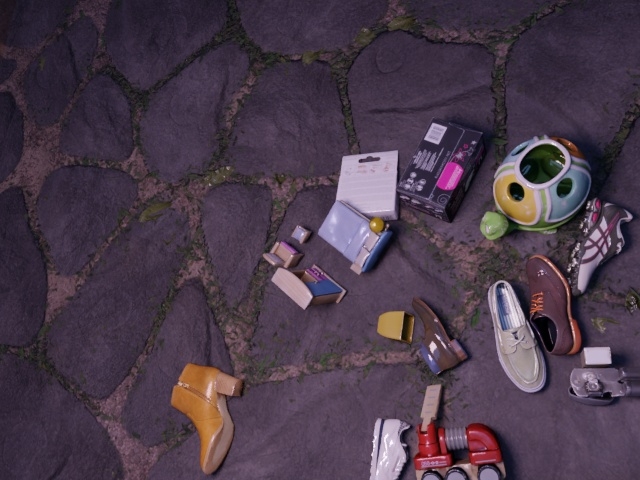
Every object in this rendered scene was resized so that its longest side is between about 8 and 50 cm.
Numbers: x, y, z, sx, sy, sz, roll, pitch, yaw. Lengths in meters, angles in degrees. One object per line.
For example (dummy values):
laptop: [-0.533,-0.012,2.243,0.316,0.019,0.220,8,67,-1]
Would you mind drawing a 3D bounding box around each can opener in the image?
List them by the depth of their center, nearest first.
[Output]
can opener: [0.759,0.359,1.484,0.284,0.095,0.075,-2,49,10]

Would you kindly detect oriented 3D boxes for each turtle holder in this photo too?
turtle holder: [0.558,-0.149,1.613,0.321,0.227,0.243,-20,69,12]

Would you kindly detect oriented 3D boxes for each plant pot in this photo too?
plant pot: [0.208,0.242,1.701,0.083,0.081,0.081,1,74,32]

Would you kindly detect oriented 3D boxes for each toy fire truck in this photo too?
toy fire truck: [0.344,0.499,1.551,0.217,0.158,0.246,-13,80,16]

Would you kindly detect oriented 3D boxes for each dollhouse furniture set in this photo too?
dollhouse furniture set: [0.000,0.000,1.731,0.286,0.198,0.303,39,108,25]

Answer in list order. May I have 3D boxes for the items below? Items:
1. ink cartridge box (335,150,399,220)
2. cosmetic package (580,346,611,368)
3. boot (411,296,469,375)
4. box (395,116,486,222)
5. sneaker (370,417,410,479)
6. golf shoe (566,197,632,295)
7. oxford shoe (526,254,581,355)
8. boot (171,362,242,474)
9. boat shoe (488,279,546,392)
ink cartridge box: [0.150,-0.165,1.869,0.189,0.066,0.232,-3,52,19]
cosmetic package: [0.682,0.293,1.497,0.060,0.115,0.041,-5,72,19]
boot: [0.296,0.263,1.659,0.106,0.082,0.219,-38,67,2]
box: [0.351,-0.202,1.750,0.163,0.142,0.247,25,82,25]
sneaker: [0.184,0.594,1.600,0.095,0.090,0.234,4,77,11]
golf shoe: [0.724,0.023,1.574,0.120,0.105,0.272,18,81,16]
oxford shoe: [0.587,0.163,1.562,0.097,0.099,0.271,-41,56,49]
boot: [-0.362,0.526,1.808,0.211,0.104,0.294,6,71,26]
boat shoe: [0.504,0.249,1.583,0.109,0.094,0.302,-21,68,12]
